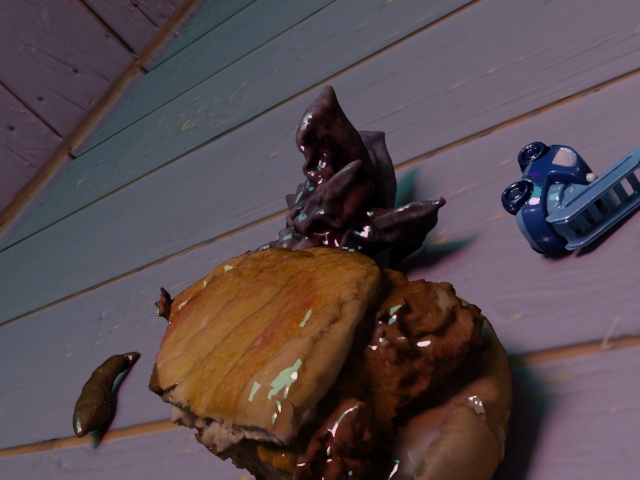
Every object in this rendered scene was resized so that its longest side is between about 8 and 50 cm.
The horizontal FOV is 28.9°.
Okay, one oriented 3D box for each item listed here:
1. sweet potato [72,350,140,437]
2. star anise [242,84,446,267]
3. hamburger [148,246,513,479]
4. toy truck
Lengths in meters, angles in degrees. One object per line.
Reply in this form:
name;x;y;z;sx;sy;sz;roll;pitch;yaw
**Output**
sweet potato;-0.221;0.156;1.243;0.041;0.038;0.153;-3;25;12
star anise;0.002;-0.004;0.996;0.212;0.129;0.283;-57;11;17
hamburger;0.003;0.082;0.740;0.245;0.155;0.282;-32;20;28
toy truck;0.169;-0.030;0.793;0.090;0.056;0.073;-7;44;41
